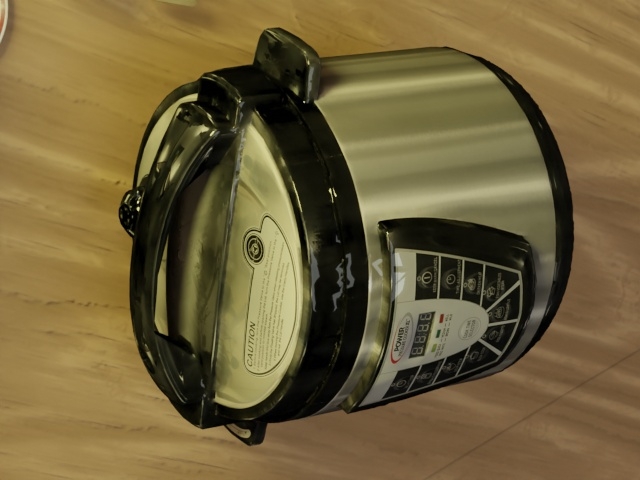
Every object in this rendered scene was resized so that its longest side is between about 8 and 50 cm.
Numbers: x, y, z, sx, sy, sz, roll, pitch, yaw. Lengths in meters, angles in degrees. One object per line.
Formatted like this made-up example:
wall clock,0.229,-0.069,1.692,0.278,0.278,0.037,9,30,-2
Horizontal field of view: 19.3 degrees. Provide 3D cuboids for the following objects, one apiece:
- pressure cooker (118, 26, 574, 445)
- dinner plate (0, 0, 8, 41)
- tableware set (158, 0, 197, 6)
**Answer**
pressure cooker,-0.004,-0.001,1.916,0.420,0.375,0.370,-8,76,-34
dinner plate,-0.361,-0.212,1.774,0.141,0.017,0.141,-16,119,-30
tableware set,-0.195,-0.302,1.845,0.194,0.039,0.128,4,96,-44
